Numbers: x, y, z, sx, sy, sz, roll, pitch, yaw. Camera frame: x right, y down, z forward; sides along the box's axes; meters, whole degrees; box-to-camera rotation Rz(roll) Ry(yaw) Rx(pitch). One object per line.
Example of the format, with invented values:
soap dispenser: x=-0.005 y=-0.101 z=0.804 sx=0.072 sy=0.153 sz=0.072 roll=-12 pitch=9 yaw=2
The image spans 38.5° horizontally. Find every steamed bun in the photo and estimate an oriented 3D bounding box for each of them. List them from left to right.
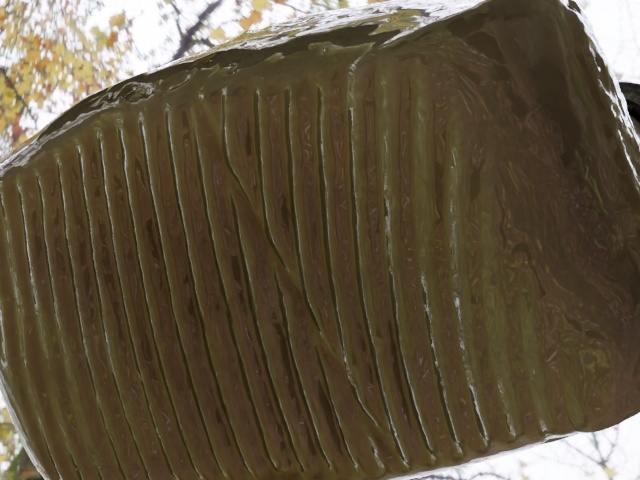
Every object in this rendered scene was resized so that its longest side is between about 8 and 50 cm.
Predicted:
steamed bun: x=-0.002 y=0.000 z=0.527 sx=0.383 sy=0.236 sz=0.247 roll=-16 pitch=-78 yaw=28

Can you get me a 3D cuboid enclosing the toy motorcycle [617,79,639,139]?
toy motorcycle: x=0.252 y=-0.024 z=0.954 sx=0.108 sy=0.223 sz=0.340 roll=-43 pitch=-43 yaw=-35
